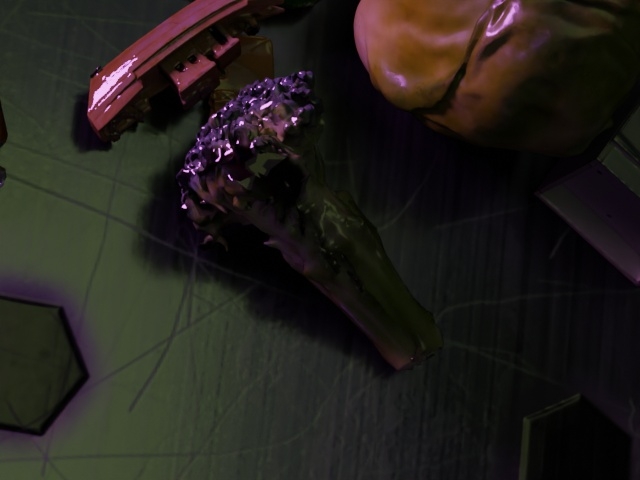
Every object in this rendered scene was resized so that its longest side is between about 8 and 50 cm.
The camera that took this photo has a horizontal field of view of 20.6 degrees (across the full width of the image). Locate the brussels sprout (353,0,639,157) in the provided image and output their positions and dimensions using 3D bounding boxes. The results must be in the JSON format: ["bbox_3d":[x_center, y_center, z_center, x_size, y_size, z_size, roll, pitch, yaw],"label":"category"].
[{"bbox_3d":[0.179,-0.208,1.596,0.227,0.294,0.259,16,70,-44],"label":"brussels sprout"}]

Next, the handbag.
[{"bbox_3d":[-0.074,-0.148,1.619,0.061,0.027,0.083,4,72,-17],"label":"handbag"}]

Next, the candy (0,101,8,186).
[{"bbox_3d":[-0.302,-0.127,1.517,0.053,0.046,0.182,-10,83,-21],"label":"candy"}]

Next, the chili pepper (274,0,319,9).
[{"bbox_3d":[-0.092,-0.277,1.626,0.224,0.061,0.098,20,78,-17],"label":"chili pepper"}]

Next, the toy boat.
[{"bbox_3d":[-0.119,-0.159,1.569,0.206,0.064,0.072,-37,74,-10],"label":"toy boat"}]

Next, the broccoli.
[{"bbox_3d":[0.006,-0.004,1.558,0.145,0.165,0.304,-46,110,-24],"label":"broccoli"}]

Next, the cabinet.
[{"bbox_3d":[0.340,-0.089,1.693,0.145,0.150,0.206,41,67,-7],"label":"cabinet"}]
